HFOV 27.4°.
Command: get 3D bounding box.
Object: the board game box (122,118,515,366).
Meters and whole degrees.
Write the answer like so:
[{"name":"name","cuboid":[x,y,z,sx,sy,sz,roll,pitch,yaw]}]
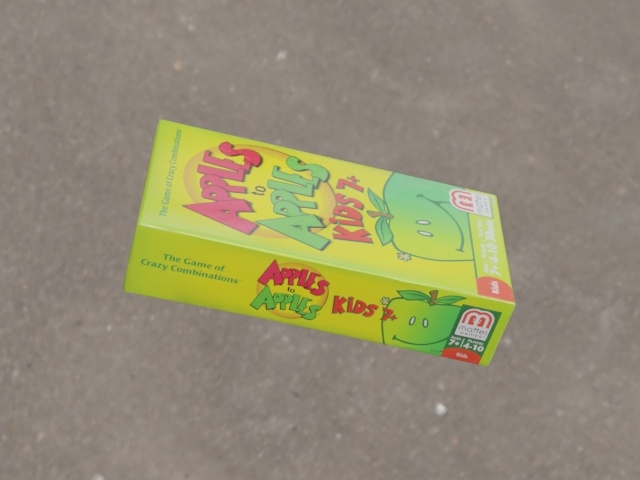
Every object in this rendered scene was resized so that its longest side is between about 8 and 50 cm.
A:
[{"name":"board game box","cuboid":[0.000,0.000,0.651,0.181,0.043,0.092,12,36,-8]}]
